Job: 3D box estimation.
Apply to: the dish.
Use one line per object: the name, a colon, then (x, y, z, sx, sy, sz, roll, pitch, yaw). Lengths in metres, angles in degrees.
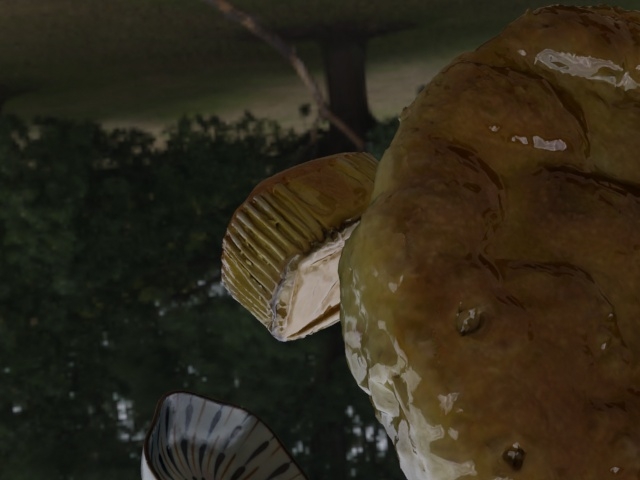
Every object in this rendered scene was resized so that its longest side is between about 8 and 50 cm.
dish: (-0.089, 0.220, 0.883, 0.066, 0.190, 0.191, -48, 165, 22)

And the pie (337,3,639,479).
pie: (0.161, 0.035, 0.470, 0.339, 0.339, 0.083, -8, 158, -29)

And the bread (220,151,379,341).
bread: (0.000, 0.000, 0.920, 0.190, 0.132, 0.114, -21, -134, -35)
